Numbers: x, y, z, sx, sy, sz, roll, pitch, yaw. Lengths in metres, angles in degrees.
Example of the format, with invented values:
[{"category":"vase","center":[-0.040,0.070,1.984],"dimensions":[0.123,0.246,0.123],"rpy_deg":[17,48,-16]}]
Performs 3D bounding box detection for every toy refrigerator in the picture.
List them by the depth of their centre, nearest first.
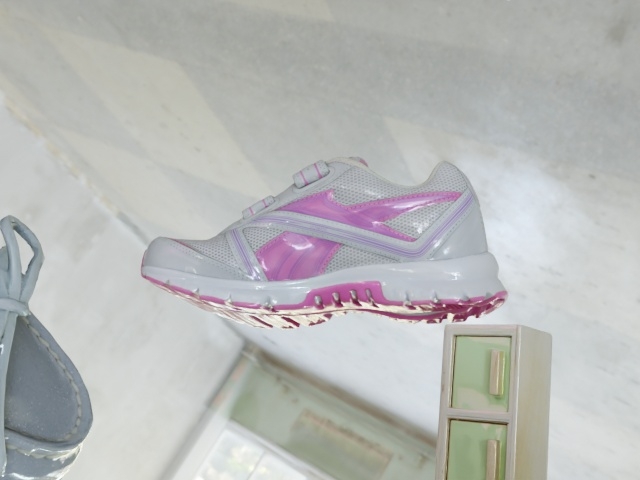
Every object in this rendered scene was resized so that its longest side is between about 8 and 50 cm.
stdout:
[{"category":"toy refrigerator","center":[0.195,0.234,1.003],"dimensions":[0.102,0.270,0.094],"rpy_deg":[-3,165,39]}]

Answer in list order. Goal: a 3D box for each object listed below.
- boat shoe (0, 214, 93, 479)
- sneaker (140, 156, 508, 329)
[{"category":"boat shoe","center":[-0.182,-0.007,0.326],"dimensions":[0.320,0.103,0.118],"rpy_deg":[58,-167,-32]},{"category":"sneaker","center":[0.000,0.000,0.612],"dimensions":[0.252,0.111,0.103],"rpy_deg":[-1,166,6]}]
